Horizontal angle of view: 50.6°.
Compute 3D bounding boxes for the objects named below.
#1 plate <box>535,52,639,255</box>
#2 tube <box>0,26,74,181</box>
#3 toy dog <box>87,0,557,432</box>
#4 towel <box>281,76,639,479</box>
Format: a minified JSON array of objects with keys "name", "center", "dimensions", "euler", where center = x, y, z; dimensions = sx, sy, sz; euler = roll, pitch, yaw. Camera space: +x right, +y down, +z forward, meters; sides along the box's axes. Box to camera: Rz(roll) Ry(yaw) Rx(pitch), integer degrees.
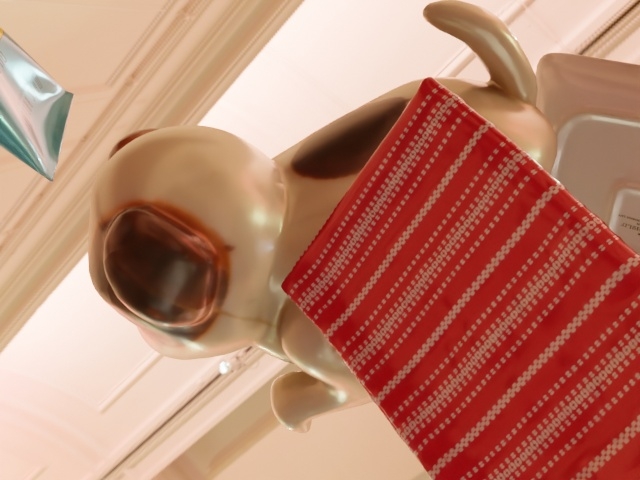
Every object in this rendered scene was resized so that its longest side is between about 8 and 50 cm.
[{"name":"plate","center":[0.322,-0.025,0.659],"dimensions":[0.277,0.045,0.278],"euler":[19,-54,30]},{"name":"tube","center":[-0.192,-0.110,0.285],"dimensions":[0.052,0.080,0.207],"euler":[-28,-49,22]},{"name":"toy dog","center":[0.000,0.000,0.619],"dimensions":[0.407,0.285,0.395],"euler":[-5,-46,-12]},{"name":"towel","center":[0.096,0.054,0.420],"dimensions":[0.275,0.031,0.199],"euler":[51,-61,29]}]
